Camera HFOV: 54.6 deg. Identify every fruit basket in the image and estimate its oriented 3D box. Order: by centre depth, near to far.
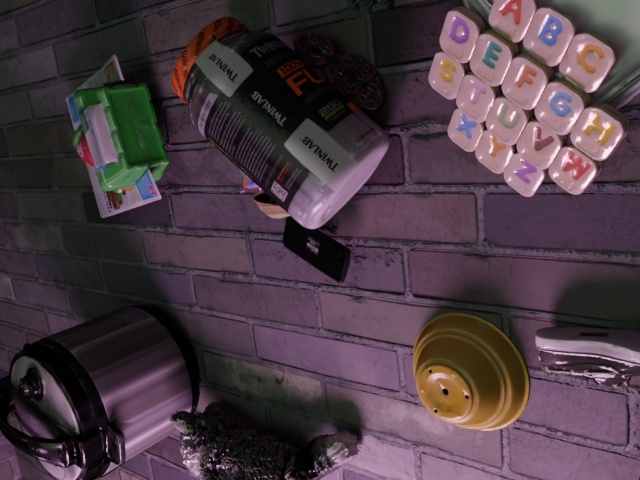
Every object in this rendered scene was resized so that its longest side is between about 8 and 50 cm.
[{"bbox_3d":[-0.511,-0.227,1.468,0.353,0.165,0.327,-9,98,45],"label":"fruit basket"}]

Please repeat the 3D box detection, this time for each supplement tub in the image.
[{"bbox_3d":[-0.070,-0.198,1.028,0.338,0.207,0.207,42,128,6],"label":"supplement tub"}]

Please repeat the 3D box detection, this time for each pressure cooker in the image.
[{"bbox_3d":[-0.565,0.382,1.533,0.370,0.420,0.376,-36,81,40],"label":"pressure cooker"}]

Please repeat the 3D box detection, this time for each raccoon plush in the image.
[{"bbox_3d":[-0.133,0.442,1.404,0.446,0.216,0.299,-34,65,12],"label":"raccoon plush"}]

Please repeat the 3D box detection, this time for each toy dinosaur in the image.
[{"bbox_3d":[0.082,-0.395,1.010,0.082,0.047,0.090,35,91,37],"label":"toy dinosaur"}]

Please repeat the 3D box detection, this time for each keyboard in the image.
[{"bbox_3d":[0.000,0.000,1.192,0.192,0.038,0.100,32,119,42],"label":"keyboard"}]

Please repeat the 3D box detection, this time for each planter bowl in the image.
[{"bbox_3d":[0.228,0.237,1.041,0.217,0.090,0.217,13,111,37],"label":"planter bowl"}]

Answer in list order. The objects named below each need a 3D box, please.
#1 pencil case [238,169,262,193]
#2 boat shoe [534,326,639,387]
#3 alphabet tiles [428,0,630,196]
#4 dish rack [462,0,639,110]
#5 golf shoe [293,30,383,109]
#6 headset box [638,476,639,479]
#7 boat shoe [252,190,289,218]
[{"bbox_3d":[-0.130,-0.210,1.194,0.104,0.104,0.237,-5,100,41],"label":"pencil case"},{"bbox_3d":[0.413,0.167,0.877,0.219,0.077,0.070,-1,103,48],"label":"boat shoe"},{"bbox_3d":[0.266,-0.188,0.840,0.284,0.021,0.278,44,152,20],"label":"alphabet tiles"},{"bbox_3d":[0.347,-0.325,0.748,0.286,0.072,0.333,52,130,4],"label":"dish rack"},{"bbox_3d":[0.033,-0.281,1.067,0.186,0.067,0.086,40,164,13],"label":"golf shoe"},{"bbox_3d":[0.565,0.294,0.761,0.293,0.110,0.218,36,124,26],"label":"headset box"},{"bbox_3d":[-0.051,-0.082,1.169,0.190,0.072,0.068,-13,60,38],"label":"boat shoe"}]
